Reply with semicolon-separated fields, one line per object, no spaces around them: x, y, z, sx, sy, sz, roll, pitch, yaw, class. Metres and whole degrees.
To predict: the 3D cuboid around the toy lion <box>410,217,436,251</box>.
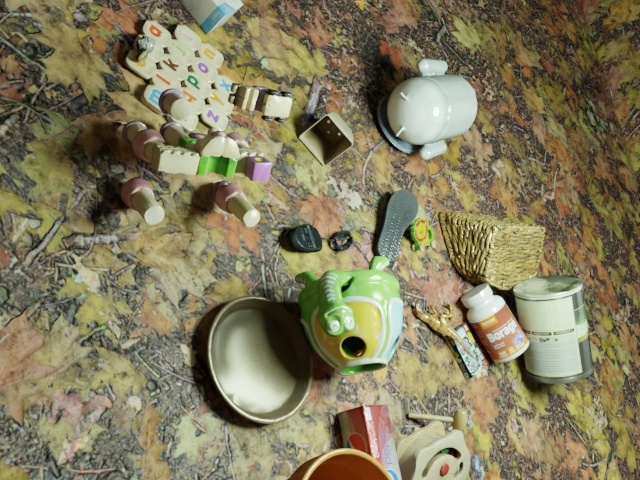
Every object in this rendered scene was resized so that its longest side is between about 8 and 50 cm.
0.296;-0.019;2.021;0.100;0.034;0.096;-13;103;-47;toy lion

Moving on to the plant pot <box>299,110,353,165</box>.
0.026;-0.289;1.888;0.109;0.109;0.096;47;32;-14;plant pot

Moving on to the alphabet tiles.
-0.325;-0.390;1.664;0.278;0.021;0.284;34;49;-26;alphabet tiles

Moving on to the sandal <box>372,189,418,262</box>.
0.201;-0.045;1.966;0.097;0.054;0.255;37;57;-14;sandal

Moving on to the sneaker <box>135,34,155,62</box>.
-0.405;-0.434;1.578;0.037;0.032;0.083;27;45;-13;sneaker

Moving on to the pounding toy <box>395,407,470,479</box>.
0.261;0.521;1.704;0.269;0.154;0.154;-14;107;-37;pounding toy

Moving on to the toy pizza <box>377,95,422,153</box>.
0.245;-0.360;2.181;0.201;0.032;0.201;20;57;-34;toy pizza

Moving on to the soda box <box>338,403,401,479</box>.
0.116;0.506;1.555;0.083;0.092;0.263;10;62;-41;soda box

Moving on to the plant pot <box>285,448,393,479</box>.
-0.001;0.564;1.333;0.290;0.203;0.291;22;54;-34;plant pot

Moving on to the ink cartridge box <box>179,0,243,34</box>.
-0.288;-0.619;1.769;0.143;0.090;0.092;50;44;-12;ink cartridge box

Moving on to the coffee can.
0.701;0.264;2.097;0.201;0.201;0.276;-24;106;-47;coffee can

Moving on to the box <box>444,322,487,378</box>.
0.415;0.314;1.988;0.094;0.027;0.137;-25;86;-48;box

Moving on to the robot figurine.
0.339;-0.401;2.117;0.353;0.199;0.300;-20;108;-46;robot figurine

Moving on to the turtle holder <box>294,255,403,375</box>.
0.080;0.168;1.546;0.243;0.320;0.228;-4;70;-15;turtle holder

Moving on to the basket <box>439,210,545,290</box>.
0.526;0.033;2.195;0.299;0.223;0.214;1;102;-43;basket

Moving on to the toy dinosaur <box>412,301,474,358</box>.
0.345;0.239;1.939;0.211;0.064;0.112;35;52;1;toy dinosaur

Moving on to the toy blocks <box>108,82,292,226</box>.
-0.264;-0.213;1.467;0.288;0.309;0.260;1;26;-35;toy blocks

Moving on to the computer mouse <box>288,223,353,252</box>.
0.000;0.000;1.761;0.242;0.041;0.071;2;66;-50;computer mouse

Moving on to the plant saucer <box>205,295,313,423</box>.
-0.132;0.255;1.492;0.277;0.041;0.278;22;55;-34;plant saucer

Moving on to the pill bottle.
0.507;0.241;2.045;0.121;0.121;0.216;-37;95;-47;pill bottle
